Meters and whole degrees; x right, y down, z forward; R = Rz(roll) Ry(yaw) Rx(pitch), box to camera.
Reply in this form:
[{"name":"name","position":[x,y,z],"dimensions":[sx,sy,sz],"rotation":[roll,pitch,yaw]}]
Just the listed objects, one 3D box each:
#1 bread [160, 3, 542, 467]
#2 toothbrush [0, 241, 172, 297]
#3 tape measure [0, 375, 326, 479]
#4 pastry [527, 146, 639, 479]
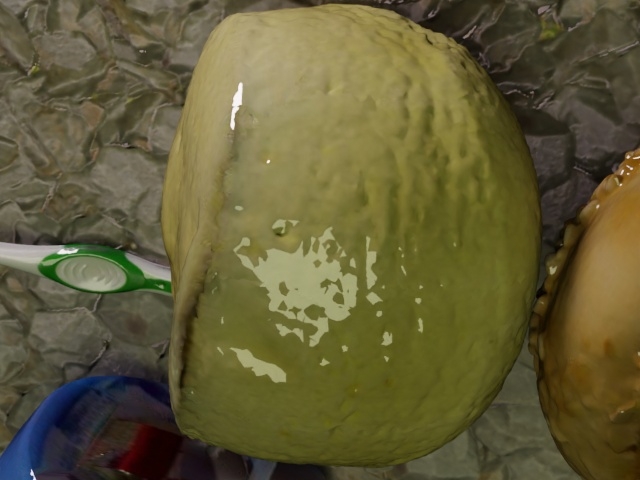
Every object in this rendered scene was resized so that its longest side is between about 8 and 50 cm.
[{"name":"bread","position":[0.011,0.002,1.240],"dimensions":[0.237,0.320,0.320],"rotation":[9,119,-16]},{"name":"toothbrush","position":[-0.170,0.026,1.429],"dimensions":[0.418,0.040,0.042],"rotation":[14,116,6]},{"name":"tape measure","position":[-0.143,0.238,1.401],"dimensions":[0.262,0.259,0.138],"rotation":[31,118,-2]},{"name":"pastry","position":[0.254,0.035,1.220],"dimensions":[0.184,0.284,0.315],"rotation":[41,147,33]}]
